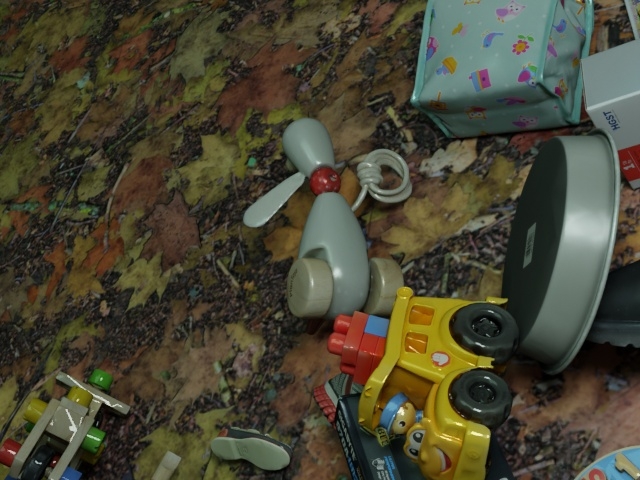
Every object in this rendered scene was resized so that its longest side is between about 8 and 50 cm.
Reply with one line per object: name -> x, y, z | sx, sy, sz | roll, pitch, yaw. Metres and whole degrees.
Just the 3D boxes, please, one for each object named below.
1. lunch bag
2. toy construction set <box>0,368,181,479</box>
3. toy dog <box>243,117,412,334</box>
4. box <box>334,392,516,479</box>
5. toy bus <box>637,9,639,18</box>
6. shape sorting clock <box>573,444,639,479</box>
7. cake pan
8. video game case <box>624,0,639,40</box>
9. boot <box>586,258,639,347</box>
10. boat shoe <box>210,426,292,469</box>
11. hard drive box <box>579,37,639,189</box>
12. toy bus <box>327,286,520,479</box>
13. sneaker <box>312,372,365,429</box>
lunch bag -> 0.269, -0.293, 1.539 | 0.223, 0.160, 0.262 | -4, 63, 36
toy construction set -> -0.337, 0.290, 1.556 | 0.309, 0.257, 0.237 | 17, 57, 22
toy dog -> 0.000, 0.000, 1.531 | 0.161, 0.220, 0.333 | -51, 23, 44
box -> 0.127, 0.269, 1.240 | 0.175, 0.051, 0.220 | -5, 44, -14
toy bus -> 0.514, -0.303, 1.371 | 0.191, 0.104, 0.202 | 11, 74, 37
shape sorting clock -> 0.342, 0.313, 1.119 | 0.206, 0.040, 0.206 | -20, 49, 25
cake pan -> 0.271, 0.008, 1.242 | 0.054, 0.293, 0.293 | 11, 59, -2
video game case -> 0.503, -0.329, 1.485 | 0.143, 0.019, 0.157 | -21, 49, 25
boot -> 0.426, -0.123, 1.123 | 0.367, 0.146, 0.445 | -7, 98, 23
boat shoe -> -0.090, 0.283, 1.471 | 0.137, 0.049, 0.043 | -1, 20, 38
hard drive box -> 0.458, -0.173, 1.288 | 0.232, 0.181, 0.089 | -17, 51, 28
toy bus -> 0.107, 0.160, 1.203 | 0.211, 0.149, 0.220 | 13, 44, 3
sneaker -> 0.073, 0.239, 1.347 | 0.093, 0.088, 0.225 | -38, 46, 0
